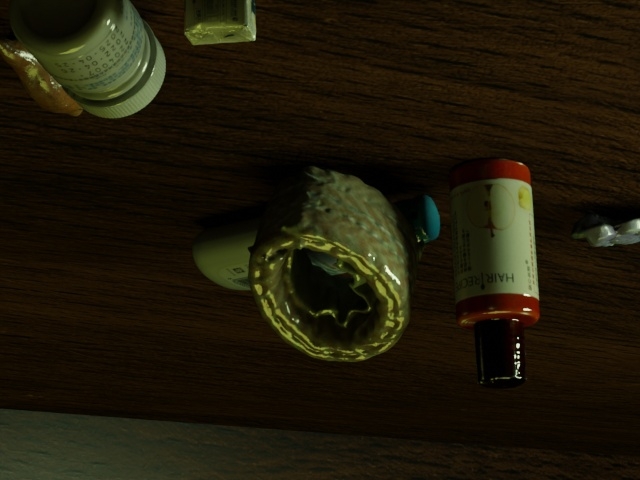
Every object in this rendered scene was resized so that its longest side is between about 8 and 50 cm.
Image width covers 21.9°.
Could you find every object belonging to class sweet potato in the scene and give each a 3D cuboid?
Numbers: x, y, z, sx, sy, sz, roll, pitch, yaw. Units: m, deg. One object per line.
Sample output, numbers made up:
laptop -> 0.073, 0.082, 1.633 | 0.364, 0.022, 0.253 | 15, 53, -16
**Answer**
sweet potato -> -0.284, -0.170, 1.687 | 0.056, 0.056, 0.195 | -7, 158, 16

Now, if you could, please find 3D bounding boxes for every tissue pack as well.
tissue pack -> -0.090, -0.220, 1.482 | 0.062, 0.083, 0.042 | -4, 164, 8

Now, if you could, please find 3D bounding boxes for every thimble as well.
thimble -> 0.016, 0.031, 2.078 | 0.196, 0.148, 0.229 | -34, 117, 32

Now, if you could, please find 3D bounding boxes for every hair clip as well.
hair clip -> 0.435, -0.025, 2.269 | 0.195, 0.052, 0.124 | -7, 174, -12

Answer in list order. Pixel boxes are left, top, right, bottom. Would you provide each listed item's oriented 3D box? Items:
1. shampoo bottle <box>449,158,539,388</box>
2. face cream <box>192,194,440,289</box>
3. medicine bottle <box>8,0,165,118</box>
shampoo bottle -> 0.217, 0.045, 2.053 | 0.104, 0.278, 0.104 | -2, 163, -1
face cream -> 0.000, 0.000, 2.225 | 0.336, 0.080, 0.163 | -13, 159, 30
medicine bottle -> -0.214, -0.188, 1.541 | 0.105, 0.105, 0.168 | -5, 162, 10
